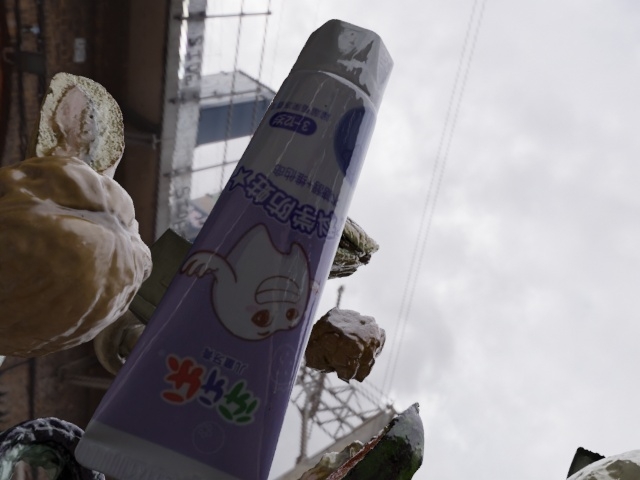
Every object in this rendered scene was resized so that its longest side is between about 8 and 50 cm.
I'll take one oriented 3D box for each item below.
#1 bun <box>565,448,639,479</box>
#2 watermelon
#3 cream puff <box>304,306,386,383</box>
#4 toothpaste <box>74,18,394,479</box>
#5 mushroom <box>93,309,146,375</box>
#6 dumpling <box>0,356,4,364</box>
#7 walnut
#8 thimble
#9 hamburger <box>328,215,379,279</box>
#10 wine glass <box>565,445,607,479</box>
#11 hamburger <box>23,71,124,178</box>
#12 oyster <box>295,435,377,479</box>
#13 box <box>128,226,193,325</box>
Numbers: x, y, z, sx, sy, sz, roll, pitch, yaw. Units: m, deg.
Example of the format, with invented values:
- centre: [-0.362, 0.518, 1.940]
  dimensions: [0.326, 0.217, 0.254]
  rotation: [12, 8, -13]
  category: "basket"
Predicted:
- centre: [0.439, 0.454, 0.958]
  dimensions: [0.360, 0.359, 0.211]
  rotation: [62, -15, 8]
  category: "bun"
- centre: [0.031, 0.283, 0.849]
  dimensions: [0.063, 0.119, 0.245]
  rotation: [44, -83, -5]
  category: "watermelon"
- centre: [0.031, 0.151, 1.051]
  dimensions: [0.116, 0.122, 0.094]
  rotation: [-117, -138, -62]
  category: "cream puff"
- centre: [-0.038, 0.005, 0.545]
  dimensions: [0.125, 0.371, 0.080]
  rotation: [26, -20, -10]
  category: "toothpaste"
- centre: [-0.466, 0.253, 1.883]
  dimensions: [0.204, 0.204, 0.204]
  rotation: [20, -61, 41]
  category: "mushroom"
- centre: [-0.515, 0.176, 1.078]
  dimensions: [0.108, 0.219, 0.153]
  rotation: [4, -80, 29]
  category: "dumpling"
- centre: [-0.333, 0.024, 0.875]
  dimensions: [0.257, 0.257, 0.225]
  rotation: [-42, -130, 47]
  category: "walnut"
- centre: [-0.504, 0.438, 1.314]
  dimensions: [0.150, 0.237, 0.237]
  rotation: [-31, -98, 37]
  category: "thimble"
- centre: [0.000, 0.000, 1.423]
  dimensions: [0.183, 0.206, 0.130]
  rotation: [-13, -114, 33]
  category: "hamburger"
- centre: [0.399, 0.424, 1.151]
  dimensions: [0.066, 0.066, 0.198]
  rotation: [18, -85, 42]
  category: "wine glass"
- centre: [-0.493, -0.161, 1.459]
  dimensions: [0.209, 0.162, 0.330]
  rotation: [-57, -146, 37]
  category: "hamburger"
- centre: [-0.013, 0.429, 1.144]
  dimensions: [0.107, 0.354, 0.201]
  rotation: [-158, -133, -75]
  category: "oyster"
- centre: [-0.205, 0.116, 1.254]
  dimensions: [0.231, 0.149, 0.155]
  rotation: [32, -19, 24]
  category: "box"
